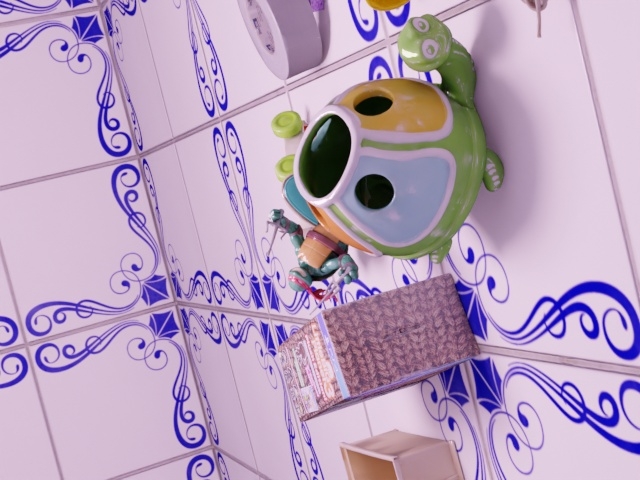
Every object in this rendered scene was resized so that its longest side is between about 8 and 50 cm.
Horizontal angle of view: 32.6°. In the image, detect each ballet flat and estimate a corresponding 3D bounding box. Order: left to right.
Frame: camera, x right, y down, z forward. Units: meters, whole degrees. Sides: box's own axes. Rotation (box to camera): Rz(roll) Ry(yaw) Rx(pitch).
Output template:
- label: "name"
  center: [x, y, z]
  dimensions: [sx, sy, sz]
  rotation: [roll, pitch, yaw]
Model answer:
- label: "ballet flat"
  center: [0.050, -0.039, 1.818]
  dimensions: [0.248, 0.086, 0.086]
  rotation: [26, 148, 4]

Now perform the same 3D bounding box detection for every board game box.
- label: "board game box"
  center: [0.086, 0.183, 1.813]
  dimensions: [0.291, 0.232, 0.141]
  rotation: [135, 118, -66]

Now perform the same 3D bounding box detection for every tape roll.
- label: "tape roll"
  center: [-0.079, -0.405, 1.990]
  dimensions: [0.219, 0.072, 0.219]
  rotation: [60, 167, 23]

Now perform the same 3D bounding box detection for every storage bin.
- label: "storage bin"
  center: [0.164, 0.487, 1.982]
  dimensions: [0.262, 0.123, 0.260]
  rotation: [166, 89, -69]

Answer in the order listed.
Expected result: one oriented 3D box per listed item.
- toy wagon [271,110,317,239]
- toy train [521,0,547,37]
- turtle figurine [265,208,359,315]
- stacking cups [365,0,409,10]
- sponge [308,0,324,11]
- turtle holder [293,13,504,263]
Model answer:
- label: "toy wagon"
  center: [-0.021, -0.115, 2.003]
  dimensions: [0.267, 0.068, 0.344]
  rotation: [69, -169, -46]
- label: "toy train"
  center: [0.216, -0.374, 1.293]
  dimensions: [0.143, 0.105, 0.248]
  rotation: [-109, 4, -61]
- label: "turtle figurine"
  center: [0.000, 0.000, 1.716]
  dimensions: [0.175, 0.234, 0.118]
  rotation: [29, 167, 11]
- label: "stacking cups"
  center: [0.050, -0.484, 1.647]
  dimensions: [0.096, 0.096, 0.316]
  rotation: [102, 149, -51]
- label: "sponge"
  center: [-0.050, -0.501, 1.966]
  dimensions: [0.210, 0.031, 0.117]
  rotation: [49, 149, 48]
- label: "turtle holder"
  center: [0.109, -0.121, 1.502]
  dimensions: [0.320, 0.227, 0.243]
  rotation: [-41, 55, 39]
